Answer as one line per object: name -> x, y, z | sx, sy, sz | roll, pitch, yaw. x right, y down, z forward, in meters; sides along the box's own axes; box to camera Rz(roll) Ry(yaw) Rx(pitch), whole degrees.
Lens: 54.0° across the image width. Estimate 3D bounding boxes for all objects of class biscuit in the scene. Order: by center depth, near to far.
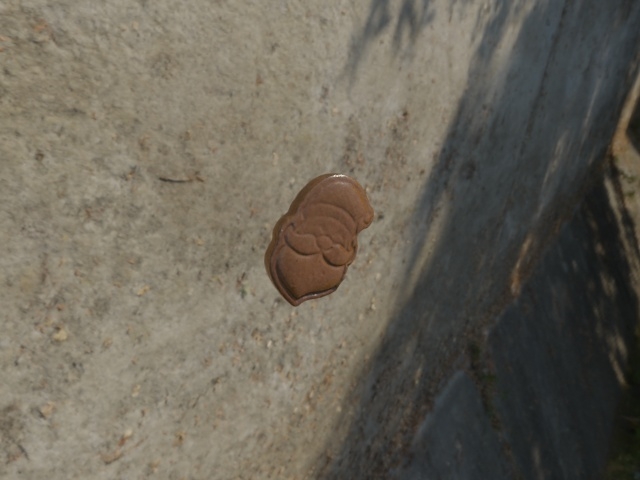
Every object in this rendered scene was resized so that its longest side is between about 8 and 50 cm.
biscuit -> 0.000, 0.000, 0.582 | 0.102, 0.019, 0.130 | 36, 82, -41
